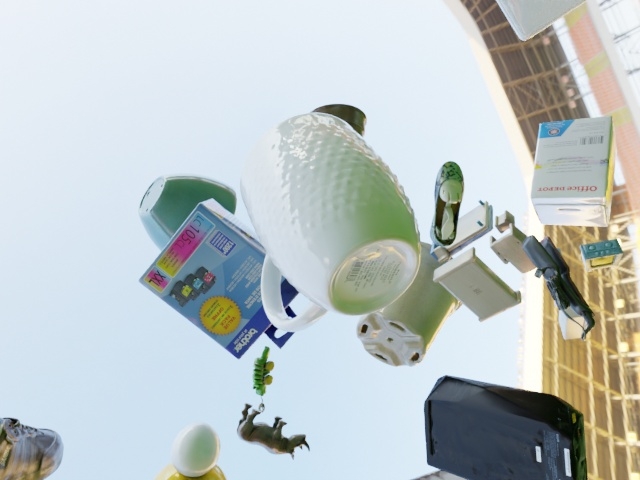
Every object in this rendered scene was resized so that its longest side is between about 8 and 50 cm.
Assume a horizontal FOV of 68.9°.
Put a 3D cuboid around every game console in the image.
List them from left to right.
[{"bbox_3d":[0.239,0.373,0.619,0.043,0.213,0.362,0,-93,-40],"label":"game console"}]

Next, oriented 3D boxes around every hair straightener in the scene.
[{"bbox_3d":[0.436,0.082,0.879,0.088,0.047,0.231,6,-130,-18],"label":"hair straightener"}]

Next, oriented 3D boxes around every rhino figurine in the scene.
[{"bbox_3d":[-0.143,0.597,1.432,0.243,0.073,0.106,25,-100,-3],"label":"rhino figurine"}]

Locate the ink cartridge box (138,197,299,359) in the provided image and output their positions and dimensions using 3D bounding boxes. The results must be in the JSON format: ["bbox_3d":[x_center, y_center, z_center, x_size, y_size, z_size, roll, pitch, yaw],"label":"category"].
[{"bbox_3d":[-0.225,0.116,1.230,0.395,0.270,0.151,39,-169,-9],"label":"ink cartridge box"}]

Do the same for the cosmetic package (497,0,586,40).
[{"bbox_3d":[0.507,-0.688,0.928,0.327,0.393,0.329,48,-142,-17],"label":"cosmetic package"}]

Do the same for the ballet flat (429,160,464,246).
[{"bbox_3d":[0.277,-0.073,1.001,0.070,0.070,0.189,-20,-62,-44],"label":"ballet flat"}]

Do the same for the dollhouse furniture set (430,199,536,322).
[{"bbox_3d":[0.490,0.023,1.341,0.198,0.286,0.303,40,-141,-14],"label":"dollhouse furniture set"}]

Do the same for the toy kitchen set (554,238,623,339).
[{"bbox_3d":[0.616,0.096,1.058,0.122,0.165,0.207,56,-151,-50],"label":"toy kitchen set"}]

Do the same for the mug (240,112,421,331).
[{"bbox_3d":[0.000,0.000,0.861,0.276,0.374,0.328,18,-153,-36],"label":"mug"}]

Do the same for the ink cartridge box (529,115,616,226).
[{"bbox_3d":[0.668,-0.175,1.228,0.168,0.171,0.233,37,-116,-48],"label":"ink cartridge box"}]

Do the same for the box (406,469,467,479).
[{"bbox_3d":[0.296,0.818,1.096,0.479,0.297,0.472,20,-77,-49],"label":"box"}]

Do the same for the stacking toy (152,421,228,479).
[{"bbox_3d":[-0.332,0.669,1.176,0.350,0.350,0.481,2,-76,-41],"label":"stacking toy"}]

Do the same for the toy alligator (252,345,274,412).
[{"bbox_3d":[-0.169,0.390,1.294,0.051,0.056,0.190,5,-88,-55],"label":"toy alligator"}]

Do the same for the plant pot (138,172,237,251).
[{"bbox_3d":[-0.418,-0.086,1.387,0.195,0.290,0.290,32,-125,-37],"label":"plant pot"}]

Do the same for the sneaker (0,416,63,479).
[{"bbox_3d":[-0.291,0.191,0.429,0.066,0.188,0.071,2,-97,-5],"label":"sneaker"}]

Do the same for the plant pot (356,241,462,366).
[{"bbox_3d":[0.268,0.220,1.491,0.334,0.333,0.305,52,-135,-15],"label":"plant pot"}]

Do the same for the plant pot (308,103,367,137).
[{"bbox_3d":[0.040,-0.233,1.197,0.166,0.167,0.165,14,-113,-38],"label":"plant pot"}]
